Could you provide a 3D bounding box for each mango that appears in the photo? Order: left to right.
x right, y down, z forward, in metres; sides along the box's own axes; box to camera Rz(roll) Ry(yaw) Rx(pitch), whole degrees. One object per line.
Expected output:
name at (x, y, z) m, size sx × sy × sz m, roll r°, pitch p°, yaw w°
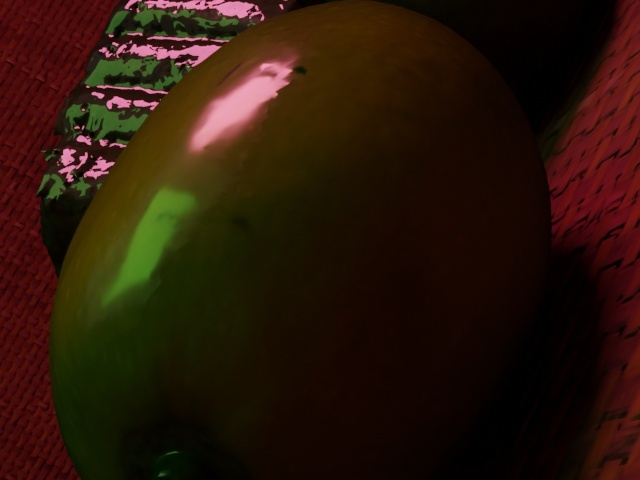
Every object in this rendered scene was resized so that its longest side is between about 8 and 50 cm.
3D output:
mango at (0.000, 0.000, 0.588) m, size 0.192 × 0.156 × 0.343 m, roll -56°, pitch 4°, yaw 14°

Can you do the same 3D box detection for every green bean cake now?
green bean cake at (-0.043, -0.034, 0.853) m, size 0.222 × 0.125 × 0.227 m, roll 63°, pitch -141°, yaw -43°

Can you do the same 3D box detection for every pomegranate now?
pomegranate at (0.043, -0.144, 0.754) m, size 0.131 × 0.191 × 0.152 m, roll -53°, pitch 12°, yaw 30°
